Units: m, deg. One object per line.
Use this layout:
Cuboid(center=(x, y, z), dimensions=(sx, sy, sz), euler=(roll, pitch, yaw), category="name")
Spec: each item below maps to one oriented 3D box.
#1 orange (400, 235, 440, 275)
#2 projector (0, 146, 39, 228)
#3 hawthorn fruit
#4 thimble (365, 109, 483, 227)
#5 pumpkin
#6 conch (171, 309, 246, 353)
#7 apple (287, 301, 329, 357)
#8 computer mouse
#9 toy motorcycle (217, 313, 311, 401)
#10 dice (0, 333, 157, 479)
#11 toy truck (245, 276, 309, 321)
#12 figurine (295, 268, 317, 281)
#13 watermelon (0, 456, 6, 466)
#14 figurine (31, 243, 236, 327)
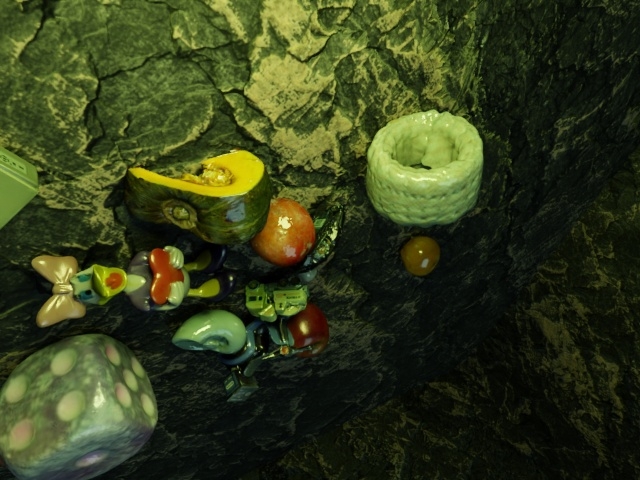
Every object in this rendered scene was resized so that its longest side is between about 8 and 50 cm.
Cuboid(center=(0.369, 0.055, 1.580), dimensions=(0.154, 0.134, 0.155), euler=(-44, 152, -30), category="orange")
Cuboid(center=(-0.593, -0.101, 0.616), dimensions=(0.193, 0.088, 0.269), euler=(-39, 145, 8), category="projector")
Cuboid(center=(-0.093, -0.018, 1.059), dimensions=(0.172, 0.173, 0.173), euler=(-22, 144, -17), category="hawthorn fruit")
Cuboid(center=(0.263, -0.186, 1.079), dimensions=(0.291, 0.292, 0.195), euler=(-26, 144, -12), category="thimble")
Cuboid(center=(-0.243, -0.109, 0.906), dimensions=(0.280, 0.190, 0.139), euler=(18, 135, 3), category="pumpkin")
Cuboid(center=(-0.328, 0.276, 1.259), dimensions=(0.185, 0.121, 0.221), euler=(-44, 138, 20), category="conch")
Cuboid(center=(-0.059, 0.310, 1.486), dimensions=(0.180, 0.169, 0.181), euler=(-18, 138, -17), category="apple")
Cuboid(center=(0.000, 0.000, 1.161), dimensions=(0.077, 0.146, 0.242), euler=(41, 70, -27), category="computer mouse")
Cuboid(center=(-0.187, 0.343, 1.375), dimensions=(0.358, 0.213, 0.125), euler=(-45, 143, 15), category="toy motorcycle")
Cuboid(center=(-0.602, 0.423, 1.074), dimensions=(0.270, 0.271, 0.270), euler=(-30, 146, -7), category="dice")
Cuboid(center=(-0.129, 0.182, 1.272), dimensions=(0.190, 0.116, 0.085), euler=(-5, 145, 5), category="toy truck")
Cuboid(center=(-0.046, 0.050, 1.285), dimensions=(0.098, 0.081, 0.146), euler=(-64, 164, -44), category="figurine")
Cuboid(center=(-0.842, 0.538, 1.178), dimensions=(0.146, 0.136, 0.193), euler=(-62, 154, -24), category="watermelon")
Cuboid(center=(-0.396, 0.089, 0.968), dimensions=(0.193, 0.155, 0.420), euler=(-16, 170, 38), category="figurine")
